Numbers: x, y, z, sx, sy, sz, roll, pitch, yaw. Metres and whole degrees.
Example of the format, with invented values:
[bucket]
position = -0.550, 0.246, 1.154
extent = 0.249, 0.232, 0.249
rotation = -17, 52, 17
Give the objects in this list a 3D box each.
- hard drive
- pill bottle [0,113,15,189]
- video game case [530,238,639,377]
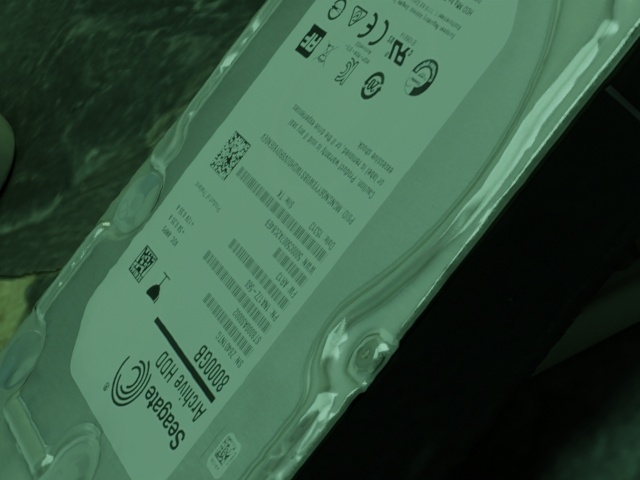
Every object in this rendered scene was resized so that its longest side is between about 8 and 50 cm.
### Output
[hard drive]
position = 0.000, 0.000, 0.661
extent = 0.339, 0.064, 0.237
rotation = -53, 32, 5
[pill bottle]
position = -0.307, -0.114, 0.916
extent = 0.169, 0.301, 0.169
rotation = -24, 40, 22
[video game case]
position = 0.034, 0.006, 0.724
extent = 0.201, 0.023, 0.183
rotation = -29, 39, 16
